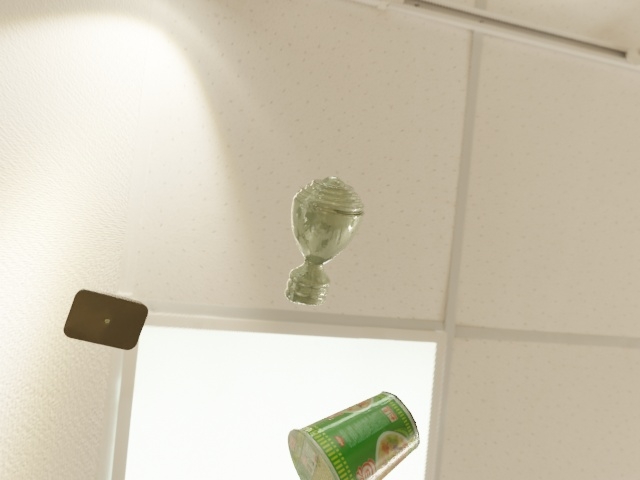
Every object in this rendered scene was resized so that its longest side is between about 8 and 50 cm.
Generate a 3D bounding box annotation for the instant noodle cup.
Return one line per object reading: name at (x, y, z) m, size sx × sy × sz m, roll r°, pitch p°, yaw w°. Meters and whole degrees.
instant noodle cup at (0.081, 0.443, 1.184) m, size 0.233 × 0.207 × 0.206 m, roll -21°, pitch -84°, yaw -30°

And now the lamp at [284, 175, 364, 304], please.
lamp at (0.000, 0.000, 0.809) m, size 0.106 × 0.106 × 0.192 m, roll 8°, pitch -71°, yaw -16°

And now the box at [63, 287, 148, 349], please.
box at (-0.374, 0.136, 0.970) m, size 0.126 × 0.031 × 0.090 m, roll 18°, pitch -85°, yaw -24°
